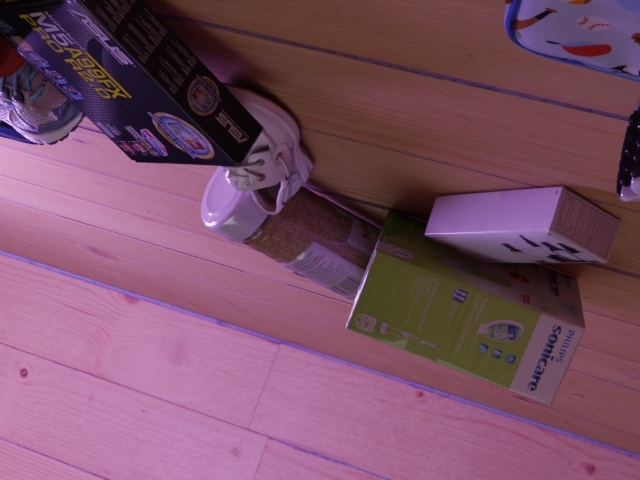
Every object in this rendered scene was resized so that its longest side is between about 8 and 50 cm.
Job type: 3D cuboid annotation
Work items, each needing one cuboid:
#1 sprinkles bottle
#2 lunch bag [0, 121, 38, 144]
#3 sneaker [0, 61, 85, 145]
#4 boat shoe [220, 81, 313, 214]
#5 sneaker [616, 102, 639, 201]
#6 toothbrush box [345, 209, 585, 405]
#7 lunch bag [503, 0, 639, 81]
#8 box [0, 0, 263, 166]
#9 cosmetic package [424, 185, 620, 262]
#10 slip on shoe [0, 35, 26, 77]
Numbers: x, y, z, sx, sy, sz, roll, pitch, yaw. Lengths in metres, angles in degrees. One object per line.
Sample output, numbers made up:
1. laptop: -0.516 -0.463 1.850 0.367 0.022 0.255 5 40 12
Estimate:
1. sprinkles bottle: 0.000 0.000 1.785 0.355 0.121 0.121 29 165 -32
2. lunch bag: -0.448 -0.185 1.845 0.098 0.067 0.065 16 167 15
3. sneaker: -0.411 -0.204 1.625 0.283 0.110 0.122 10 159 38
4. boat shoe: -0.080 -0.104 1.534 0.098 0.096 0.277 19 166 23
5. sneaker: 0.330 -0.085 0.994 0.118 0.110 0.292 13 176 1
6. toothbrush box: 0.194 0.083 1.645 0.283 0.122 0.206 22 -162 3
7. lunch bag: 0.257 -0.161 0.753 0.303 0.115 0.243 18 169 9
8. box: -0.222 -0.189 1.374 0.216 0.060 0.270 7 149 48
9. cosmetic package: 0.237 -0.014 1.494 0.099 0.060 0.239 28 165 -27
10. slip on shoe: -0.413 -0.207 1.406 0.101 0.123 0.331 62 -174 -1
